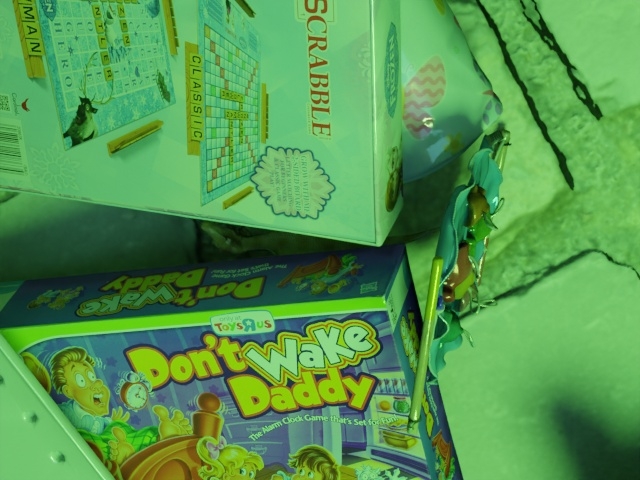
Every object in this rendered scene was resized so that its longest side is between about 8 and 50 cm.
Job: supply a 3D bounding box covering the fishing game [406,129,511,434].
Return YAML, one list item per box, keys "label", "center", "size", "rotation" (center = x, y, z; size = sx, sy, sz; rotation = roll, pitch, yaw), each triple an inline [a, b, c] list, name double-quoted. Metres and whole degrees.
- label: "fishing game"
  center: [0.112, 0.015, 1.146]
  size: [0.041, 0.264, 0.189]
  rotation: [13, 112, 12]

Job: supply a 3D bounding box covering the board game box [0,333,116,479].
- label: "board game box"
  center: [-0.346, 0.184, 1.250]
  size: [0.390, 0.050, 0.390]
  rotation: [-25, 110, 28]

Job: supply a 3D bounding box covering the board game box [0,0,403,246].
- label: "board game box"
  center: [-0.102, -0.165, 1.091]
  size: [0.318, 0.066, 0.319]
  rotation: [9, 124, 17]

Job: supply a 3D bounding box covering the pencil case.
- label: "pencil case"
  center: [0.021, -0.172, 1.150]
  size: [0.124, 0.113, 0.273]
  rotation: [-27, 109, 22]

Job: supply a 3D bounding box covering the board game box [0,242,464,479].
- label: "board game box"
  center: [-0.082, 0.135, 1.222]
  size: [0.347, 0.078, 0.233]
  rotation: [-6, 118, 19]

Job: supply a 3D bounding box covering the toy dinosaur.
- label: "toy dinosaur"
  center: [0.000, 0.000, 1.225]
  size: [0.183, 0.092, 0.053]
  rotation: [0, 111, -1]
